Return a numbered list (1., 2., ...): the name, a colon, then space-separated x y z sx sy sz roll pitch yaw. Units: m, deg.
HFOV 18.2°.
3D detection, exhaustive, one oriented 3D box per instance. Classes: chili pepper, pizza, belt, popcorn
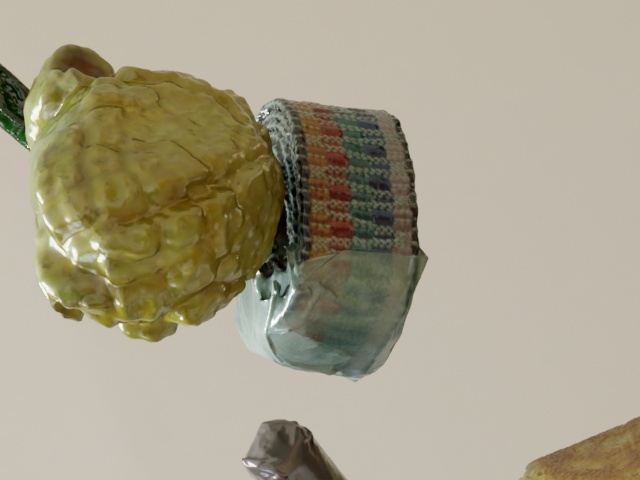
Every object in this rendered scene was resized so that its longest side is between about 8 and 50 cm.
1. chili pepper: -0.312 -0.140 1.968 0.059 0.227 0.088 -49 3 -2
2. pizza: 0.446 0.352 2.880 0.268 0.087 0.258 -18 16 -10
3. belt: 0.000 0.000 1.832 0.150 0.257 0.207 5 -21 -19
4. popcorn: -0.139 -0.047 1.714 0.225 0.286 0.173 2 -49 -13

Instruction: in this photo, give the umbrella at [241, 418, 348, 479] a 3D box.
1. umbrella: 0.016 0.290 2.062 0.073 0.067 0.337 -51 -41 -16
